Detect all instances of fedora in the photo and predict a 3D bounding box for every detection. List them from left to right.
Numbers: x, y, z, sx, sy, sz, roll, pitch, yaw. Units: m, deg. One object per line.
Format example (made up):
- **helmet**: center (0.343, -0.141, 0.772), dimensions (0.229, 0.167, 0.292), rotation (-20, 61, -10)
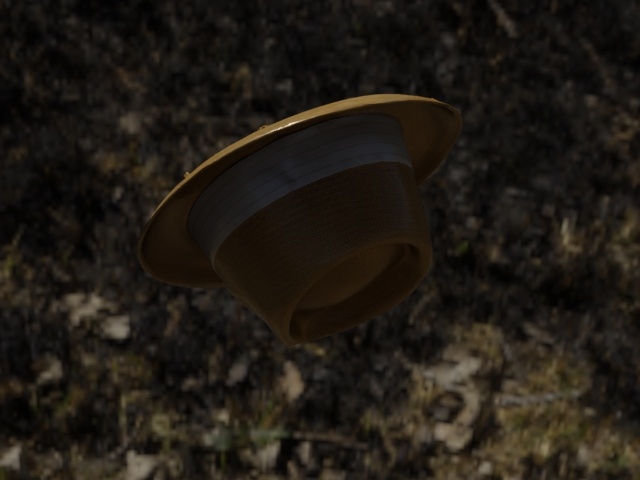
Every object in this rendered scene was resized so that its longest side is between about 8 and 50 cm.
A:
- **fedora**: center (0.000, 0.000, 0.834), dimensions (0.194, 0.194, 0.079), rotation (-15, 70, -20)
